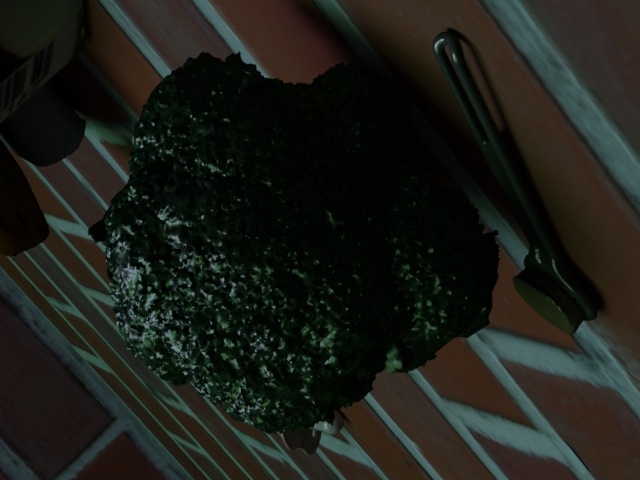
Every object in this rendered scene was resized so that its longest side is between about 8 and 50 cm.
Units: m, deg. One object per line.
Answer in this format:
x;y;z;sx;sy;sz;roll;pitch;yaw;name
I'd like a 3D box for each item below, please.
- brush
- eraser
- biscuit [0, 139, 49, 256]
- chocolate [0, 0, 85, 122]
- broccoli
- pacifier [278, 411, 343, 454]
0.115;-0.030;1.163;0.062;0.027;0.266;33;161;44;brush
-0.354;-0.193;1.957;0.174;0.081;0.227;30;161;54;eraser
-0.393;-0.121;1.839;0.359;0.046;0.359;49;-175;-5;biscuit
-0.391;-0.200;1.620;0.289;0.301;0.137;45;152;-3;chocolate
0.000;0.000;1.256;0.269;0.254;0.269;18;-165;-5;broccoli
-0.009;0.205;2.153;0.078;0.081;0.099;-3;167;29;pacifier
